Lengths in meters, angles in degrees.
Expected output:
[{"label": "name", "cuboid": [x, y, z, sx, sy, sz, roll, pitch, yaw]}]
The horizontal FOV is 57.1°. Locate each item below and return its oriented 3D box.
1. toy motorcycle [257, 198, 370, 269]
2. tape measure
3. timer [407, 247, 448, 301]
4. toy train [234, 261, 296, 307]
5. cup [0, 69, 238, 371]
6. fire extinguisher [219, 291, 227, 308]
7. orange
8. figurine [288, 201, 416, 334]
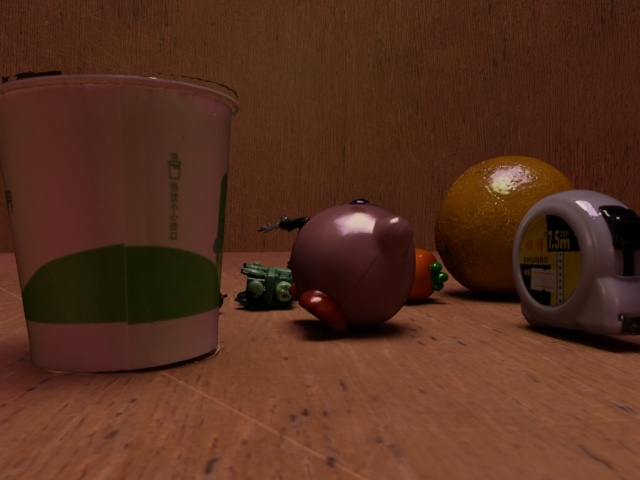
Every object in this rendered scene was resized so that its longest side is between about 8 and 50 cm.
[{"label": "toy motorcycle", "cuboid": [0.000, 0.000, 1.347, 0.134, 0.207, 0.401, 33, -22, -32]}, {"label": "tape measure", "cuboid": [0.324, 0.027, 0.720, 0.105, 0.178, 0.196, 1, 2, -16]}, {"label": "timer", "cuboid": [0.163, 0.062, 1.027, 0.136, 0.099, 0.136, 3, 15, -1]}, {"label": "toy train", "cuboid": [-0.083, 0.075, 0.989, 0.111, 0.071, 0.170, 7, 2, -4]}, {"label": "cup", "cuboid": [-0.207, -0.016, 0.613, 0.253, 0.274, 0.253, -1, 1, 0]}, {"label": "fire extinguisher", "cuboid": [-0.180, 0.094, 0.840, 0.056, 0.039, 0.132, -9, 0, 14]}, {"label": "orange", "cuboid": [0.350, -0.025, 1.105, 0.274, 0.274, 0.274, 0, 2, 0]}, {"label": "figurine", "cuboid": [0.043, 0.031, 0.766, 0.173, 0.173, 0.173, 0, 2, 0]}]
